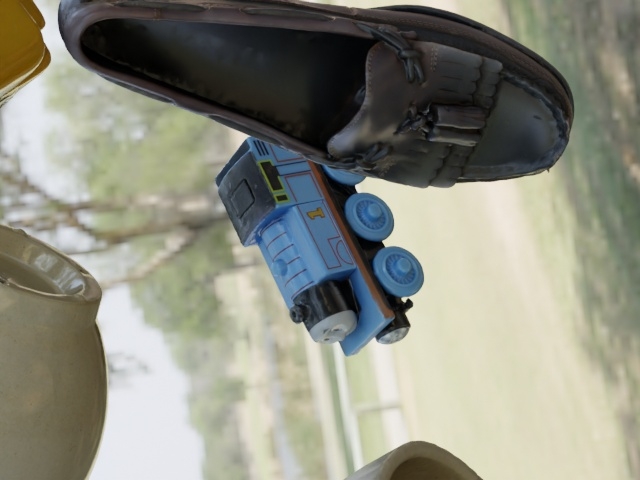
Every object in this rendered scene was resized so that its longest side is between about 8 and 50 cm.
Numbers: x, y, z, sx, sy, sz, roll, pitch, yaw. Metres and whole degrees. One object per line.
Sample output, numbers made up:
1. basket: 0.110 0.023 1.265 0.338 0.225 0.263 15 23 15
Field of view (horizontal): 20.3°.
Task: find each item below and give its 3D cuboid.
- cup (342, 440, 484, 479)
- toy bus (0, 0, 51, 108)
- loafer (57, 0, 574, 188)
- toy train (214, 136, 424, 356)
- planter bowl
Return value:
1. cup: 0.005 0.291 0.845 0.331 0.237 0.331 54 -160 -31
2. toy bus: -0.294 -0.099 1.153 0.108 0.130 0.333 53 -138 -5
3. loafer: -0.002 -0.084 0.996 0.095 0.303 0.109 -89 16 -66
4. toy train: 0.000 0.000 1.332 0.080 0.105 0.184 -48 61 50
5. planter bowl: -0.168 0.053 0.863 0.109 0.162 0.162 -64 12 12
